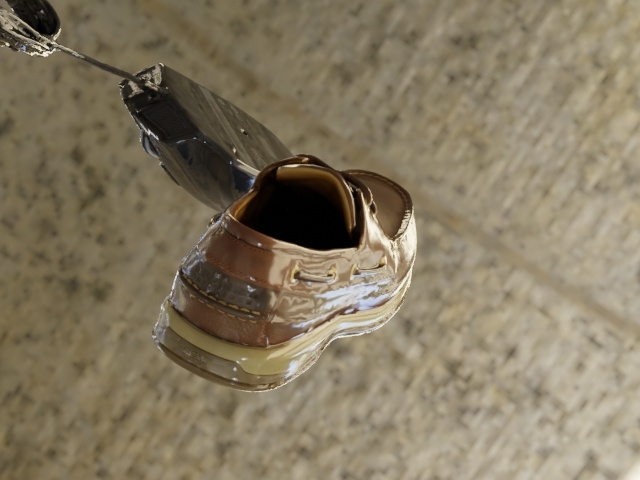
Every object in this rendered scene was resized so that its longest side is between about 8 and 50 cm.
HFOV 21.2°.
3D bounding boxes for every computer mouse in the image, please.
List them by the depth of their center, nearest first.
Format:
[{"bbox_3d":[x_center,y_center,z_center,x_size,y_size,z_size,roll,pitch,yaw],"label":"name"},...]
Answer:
[{"bbox_3d":[-0.092,-0.060,0.762,0.242,0.041,0.071,30,-158,-44],"label":"computer mouse"}]

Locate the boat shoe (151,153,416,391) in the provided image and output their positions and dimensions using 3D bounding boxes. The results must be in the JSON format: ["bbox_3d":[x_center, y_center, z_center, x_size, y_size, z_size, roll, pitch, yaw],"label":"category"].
[{"bbox_3d":[0.000,0.000,0.647,0.064,0.060,0.178,25,-157,14],"label":"boat shoe"}]
